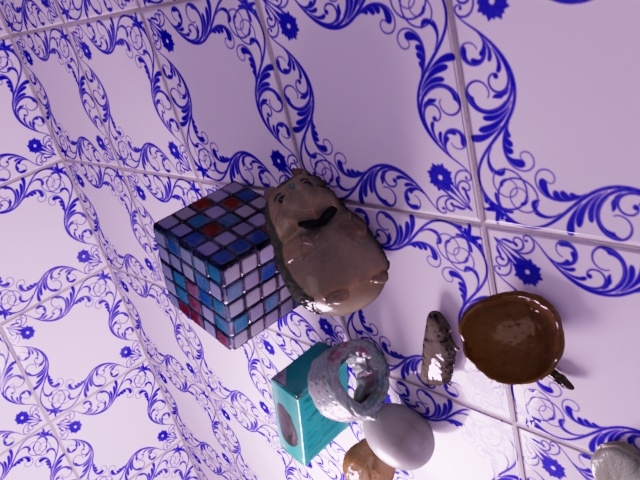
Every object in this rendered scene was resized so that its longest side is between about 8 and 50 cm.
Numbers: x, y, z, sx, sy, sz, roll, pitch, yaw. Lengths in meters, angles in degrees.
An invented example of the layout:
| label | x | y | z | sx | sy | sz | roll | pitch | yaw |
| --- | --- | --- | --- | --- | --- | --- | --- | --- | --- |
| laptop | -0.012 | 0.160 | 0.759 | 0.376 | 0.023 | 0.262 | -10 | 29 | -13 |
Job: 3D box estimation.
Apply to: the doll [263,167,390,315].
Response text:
| label | x | y | z | sx | sy | sz | roll | pitch | yaw |
| --- | --- | --- | --- | --- | --- | --- | --- | --- | --- |
| doll | 0.000 | 0.000 | 1.521 | 0.349 | 0.247 | 0.247 | 58 | 149 | 26 |

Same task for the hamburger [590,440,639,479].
| label | x | y | z | sx | sy | sz | roll | pitch | yaw |
| --- | --- | --- | --- | --- | --- | --- | --- | --- | --- |
| hamburger | 0.575 | 0.426 | 1.300 | 0.084 | 0.054 | 0.121 | 57 | 143 | 8 |

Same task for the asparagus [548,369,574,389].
| label | x | y | z | sx | sy | sz | roll | pitch | yaw |
| --- | --- | --- | --- | --- | --- | --- | --- | --- | --- |
| asparagus | 0.410 | 0.219 | 1.355 | 0.236 | 0.027 | 0.034 | 43 | 154 | 20 |

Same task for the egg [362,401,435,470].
| label | x | y | z | sx | sy | sz | roll | pitch | yaw |
| --- | --- | --- | --- | --- | --- | --- | --- | --- | --- |
| egg | 0.198 | 0.499 | 1.733 | 0.209 | 0.151 | 0.151 | 27 | 136 | 41 |

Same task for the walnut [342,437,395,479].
| label | x | y | z | sx | sy | sz | roll | pitch | yaw |
| --- | --- | --- | --- | --- | --- | --- | --- | --- | --- |
| walnut | 0.139 | 0.652 | 1.939 | 0.166 | 0.149 | 0.166 | 9 | 123 | 14 |

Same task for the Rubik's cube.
| label | x | y | z | sx | sy | sz | roll | pitch | yaw |
| --- | --- | --- | --- | --- | --- | --- | --- | --- | --- |
| Rubik's cube | -0.228 | 0.059 | 1.785 | 0.287 | 0.293 | 0.292 | 30 | 139 | 34 |

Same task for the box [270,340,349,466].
| label | x | y | z | sx | sy | sz | roll | pitch | yaw |
| --- | --- | --- | --- | --- | --- | --- | --- | --- | --- |
| box | -0.024 | 0.468 | 1.938 | 0.118 | 0.205 | 0.311 | 26 | 136 | 34 |

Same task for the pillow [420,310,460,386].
| label | x | y | z | sx | sy | sz | roll | pitch | yaw |
| --- | --- | --- | --- | --- | --- | --- | --- | --- | --- |
| pillow | 0.274 | 0.263 | 1.537 | 0.093 | 0.051 | 0.241 | 36 | 140 | 36 |

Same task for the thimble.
| label | x | y | z | sx | sy | sz | roll | pitch | yaw |
| --- | --- | --- | --- | --- | --- | --- | --- | --- | --- |
| thimble | 0.076 | 0.368 | 1.737 | 0.149 | 0.185 | 0.211 | -35 | 68 | 56 |

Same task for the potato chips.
| label | x | y | z | sx | sy | sz | roll | pitch | yaw |
| --- | --- | --- | --- | --- | --- | --- | --- | --- | --- |
| potato chips | 0.377 | 0.183 | 1.314 | 0.195 | 0.062 | 0.208 | 41 | 118 | 20 |
